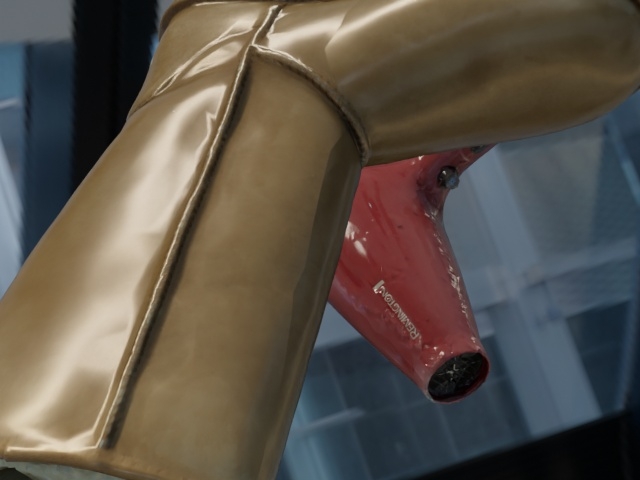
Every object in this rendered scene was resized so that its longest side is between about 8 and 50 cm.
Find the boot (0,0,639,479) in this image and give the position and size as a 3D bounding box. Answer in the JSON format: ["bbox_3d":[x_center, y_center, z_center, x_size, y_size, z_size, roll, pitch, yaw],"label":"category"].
[{"bbox_3d":[0.000,0.000,0.574,0.236,0.269,0.089,-3,-47,24],"label":"boot"}]

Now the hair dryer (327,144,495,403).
[{"bbox_3d":[0.061,-0.057,0.797,0.080,0.293,0.224,23,-26,-39],"label":"hair dryer"}]
